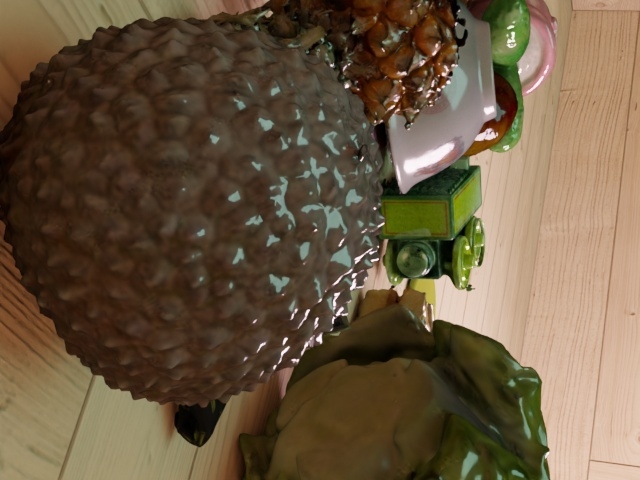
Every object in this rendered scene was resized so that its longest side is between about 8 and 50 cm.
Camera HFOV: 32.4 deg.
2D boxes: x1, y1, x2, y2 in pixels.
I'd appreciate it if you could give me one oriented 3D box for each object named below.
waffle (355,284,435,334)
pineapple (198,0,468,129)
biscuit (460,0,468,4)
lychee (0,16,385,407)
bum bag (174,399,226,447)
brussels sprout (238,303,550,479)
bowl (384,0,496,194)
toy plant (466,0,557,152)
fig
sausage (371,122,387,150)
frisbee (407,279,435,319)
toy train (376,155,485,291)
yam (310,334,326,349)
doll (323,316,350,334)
[{"bbox_3d":[0.094,0.287,1.678,0.261,0.114,0.376,74,27,-46],"label":"waffle"},{"bbox_3d":[-0.032,-0.182,1.099,0.272,0.262,0.262,-36,132,-36],"label":"pineapple"},{"bbox_3d":[0.290,-0.506,1.980,0.283,0.064,0.432,-50,-178,2],"label":"biscuit"},{"bbox_3d":[-0.089,-0.026,0.813,0.300,0.300,0.300,5,90,-72],"label":"lychee"},{"bbox_3d":[-0.123,0.087,1.062,0.106,0.060,0.232,-76,163,-53],"label":"bum bag"},{"bbox_3d":[0.109,0.325,1.317,0.425,0.342,0.361,-59,135,-40],"label":"brussels sprout"},{"bbox_3d":[0.180,-0.248,1.648,0.345,0.157,0.345,-5,90,-81],"label":"bowl"},{"bbox_3d":[0.347,-0.381,2.120,0.356,0.211,0.317,-60,155,-53],"label":"toy plant"},{"bbox_3d":[0.216,-0.202,1.953,0.290,0.191,0.190,-45,-159,50],"label":"fig"},{"bbox_3d":[0.063,-0.161,1.569,0.054,0.059,0.094,55,-2,28],"label":"sausage"},{"bbox_3d":[0.188,0.153,2.086,0.236,0.017,0.236,4,90,-71],"label":"frisbee"},{"bbox_3d":[0.187,-0.027,1.826,0.272,0.159,0.188,-38,126,-64],"label":"toy train"},{"bbox_3d":[0.008,0.120,1.528,0.116,0.021,0.021,-57,146,-58],"label":"yam"},{"bbox_3d":[-0.005,0.002,1.324,0.115,0.105,0.221,-4,100,-34],"label":"doll"}]
